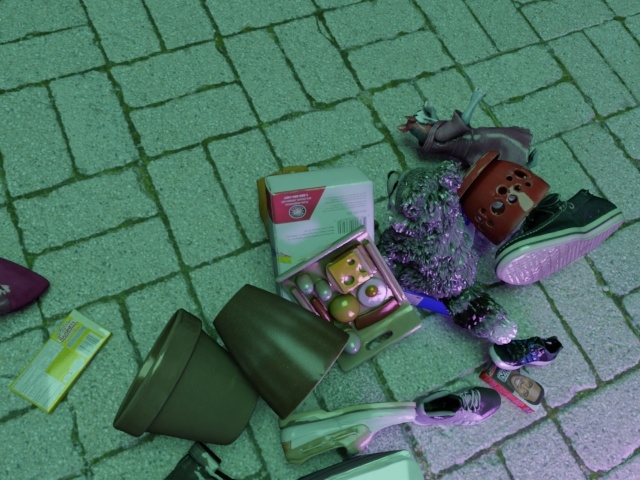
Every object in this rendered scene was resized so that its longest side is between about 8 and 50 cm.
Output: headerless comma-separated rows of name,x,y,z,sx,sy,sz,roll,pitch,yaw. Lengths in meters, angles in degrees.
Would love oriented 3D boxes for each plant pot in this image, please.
plant pot,-0.256,0.303,1.107,0.229,0.263,0.263,30,65,-14
plant pot,-0.097,0.202,1.085,0.230,0.215,0.215,39,67,2
plant pot,0.432,-0.109,1.319,0.174,0.191,0.191,41,68,15

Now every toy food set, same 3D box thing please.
toy food set,0.070,0.134,1.178,0.220,0.306,0.092,-32,29,2

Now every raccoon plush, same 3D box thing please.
raccoon plush,0.313,0.011,1.180,0.447,0.299,0.216,32,66,5

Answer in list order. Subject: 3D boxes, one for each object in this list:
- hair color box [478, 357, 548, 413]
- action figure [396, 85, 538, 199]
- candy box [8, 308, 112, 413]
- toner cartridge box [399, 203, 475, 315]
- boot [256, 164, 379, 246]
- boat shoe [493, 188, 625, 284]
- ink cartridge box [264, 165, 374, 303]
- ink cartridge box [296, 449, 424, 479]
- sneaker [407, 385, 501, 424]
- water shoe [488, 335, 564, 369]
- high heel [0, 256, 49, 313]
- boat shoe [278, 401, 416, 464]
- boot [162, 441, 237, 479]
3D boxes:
hair color box,0.460,0.339,1.280,0.141,0.043,0.072,36,65,8
action figure,0.386,-0.267,1.485,0.371,0.248,0.275,8,93,-5
candy box,-0.567,0.263,1.181,0.105,0.027,0.205,30,66,8
toner cartridge box,0.302,0.004,1.387,0.165,0.075,0.347,17,65,-2
boot,-0.011,-0.100,1.374,0.295,0.104,0.211,-7,68,-6
boat shoe,0.577,-0.021,1.344,0.500,0.186,0.156,-19,60,-36
ink cartridge box,0.000,0.000,1.222,0.226,0.306,0.131,-8,28,-11
ink cartridge box,0.085,0.542,0.948,0.166,0.395,0.285,-14,69,-14
sneaker,0.317,0.369,1.198,0.229,0.132,0.086,-7,68,-10
water shoe,0.487,0.253,1.272,0.203,0.080,0.072,3,45,-31
high heel,-0.807,0.040,1.227,0.377,0.127,0.181,41,39,15
boat shoe,0.064,0.413,1.164,0.303,0.113,0.103,-9,69,0
boot,-0.255,0.563,1.072,0.263,0.091,0.229,41,73,15
